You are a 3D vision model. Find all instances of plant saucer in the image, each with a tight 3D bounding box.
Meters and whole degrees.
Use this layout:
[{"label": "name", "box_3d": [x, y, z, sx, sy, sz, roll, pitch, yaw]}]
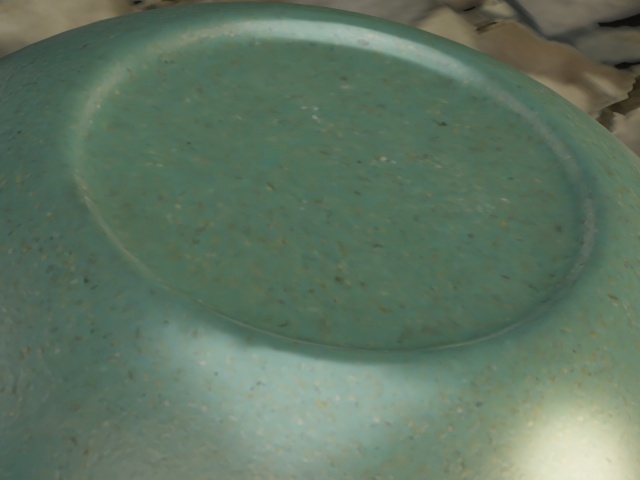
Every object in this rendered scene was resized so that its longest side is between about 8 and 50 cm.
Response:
[{"label": "plant saucer", "box_3d": [0.000, 0.000, 0.387, 0.195, 0.037, 0.195, 7, 38, -6]}]
